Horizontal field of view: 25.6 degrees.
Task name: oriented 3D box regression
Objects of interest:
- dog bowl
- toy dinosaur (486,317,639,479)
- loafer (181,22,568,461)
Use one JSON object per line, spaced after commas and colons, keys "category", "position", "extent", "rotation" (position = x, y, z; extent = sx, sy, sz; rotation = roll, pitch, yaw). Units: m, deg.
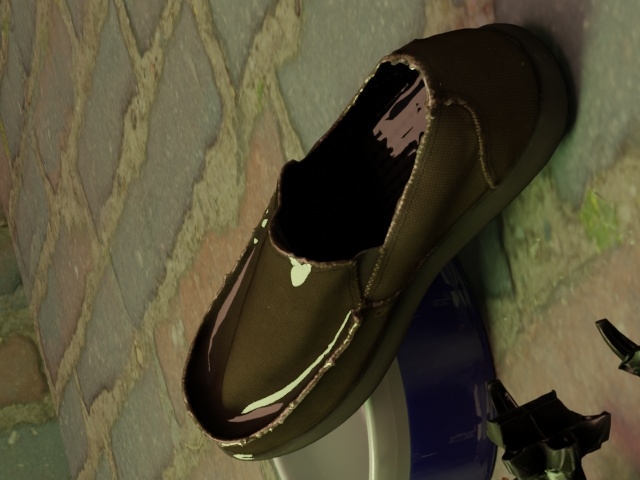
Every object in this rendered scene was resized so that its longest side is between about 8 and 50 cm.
{"category": "dog bowl", "position": [0.031, 0.102, 1.114], "extent": [0.265, 0.104, 0.265], "rotation": [169, 90, -69]}
{"category": "toy dinosaur", "position": [0.179, 0.163, 0.721], "extent": [0.322, 0.164, 0.218], "rotation": [-8, 110, 48]}
{"category": "loafer", "position": [0.000, 0.000, 0.913], "extent": [0.366, 0.130, 0.134], "rotation": [-55, 52, 26]}
